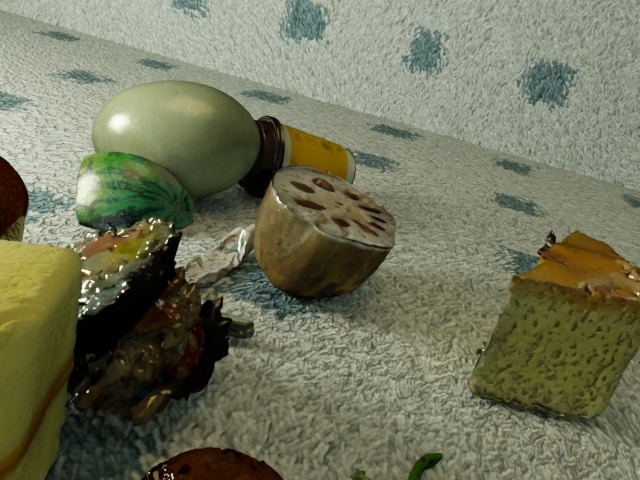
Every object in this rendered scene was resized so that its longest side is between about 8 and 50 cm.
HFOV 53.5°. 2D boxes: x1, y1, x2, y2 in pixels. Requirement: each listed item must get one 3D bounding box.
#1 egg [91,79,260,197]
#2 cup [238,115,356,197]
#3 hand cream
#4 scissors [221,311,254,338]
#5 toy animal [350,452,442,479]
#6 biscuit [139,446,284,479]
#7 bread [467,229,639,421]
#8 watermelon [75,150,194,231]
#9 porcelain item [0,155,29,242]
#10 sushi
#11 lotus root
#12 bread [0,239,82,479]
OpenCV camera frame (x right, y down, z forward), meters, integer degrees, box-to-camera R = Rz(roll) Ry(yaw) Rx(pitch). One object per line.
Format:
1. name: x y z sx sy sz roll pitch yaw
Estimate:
1. egg: -0.307 -0.215 1.368 0.353 0.258 0.258 4 24 -4
2. cup: -0.062 -0.186 1.548 0.280 0.196 0.196 8 22 -34
3. hand cream: -0.187 0.030 1.146 0.084 0.050 0.257 20 30 18
4. scissors: -0.240 0.106 0.947 0.289 0.041 0.138 12 16 -1
5. toy animal: 0.075 0.283 0.728 0.075 0.041 0.217 25 22 21
6. biscuit: -0.108 0.277 0.629 0.192 0.049 0.192 10 20 -4
7. bread: 0.353 0.102 1.040 0.279 0.248 0.315 10 20 -13
8. watermelon: -0.363 -0.072 1.227 0.231 0.128 0.146 14 41 -6
9. porcelain item: -0.557 -0.023 0.914 0.253 0.252 0.253 12 23 -5
10. sushi: -0.235 0.106 0.782 0.225 0.218 0.238 8 48 46
11. lotus root: 0.000 0.000 1.147 0.272 0.191 0.272 21 19 -8
12. bread: -0.359 0.138 0.537 0.236 0.263 0.198 12 19 -7
